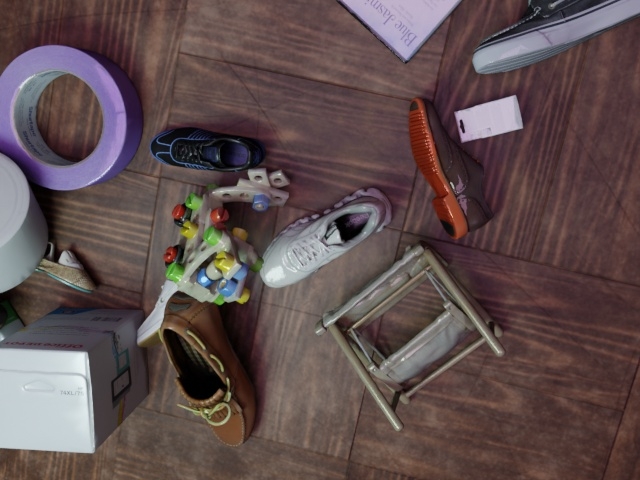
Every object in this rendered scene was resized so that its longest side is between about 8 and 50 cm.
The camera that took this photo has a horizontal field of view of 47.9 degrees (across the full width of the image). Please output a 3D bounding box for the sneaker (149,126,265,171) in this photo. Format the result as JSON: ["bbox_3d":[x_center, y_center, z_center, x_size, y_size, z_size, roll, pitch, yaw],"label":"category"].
[{"bbox_3d":[-0.225,-0.175,1.387,0.232,0.090,0.081,3,101,7],"label":"sneaker"}]

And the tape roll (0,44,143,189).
[{"bbox_3d":[-0.494,-0.239,1.414,0.274,0.090,0.275,2,101,8],"label":"tape roll"}]

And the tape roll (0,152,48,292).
[{"bbox_3d":[-0.663,-0.035,1.378,0.246,0.169,0.246,3,65,-7],"label":"tape roll"}]

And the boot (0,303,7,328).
[{"bbox_3d":[-0.779,0.139,1.390,0.305,0.112,0.115,27,117,-24],"label":"boot"}]

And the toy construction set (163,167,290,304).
[{"bbox_3d":[-0.176,-0.019,1.313,0.215,0.328,0.151,-30,117,35],"label":"toy construction set"}]

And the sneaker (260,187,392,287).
[{"bbox_3d":[0.000,0.000,1.376,0.292,0.118,0.110,-34,96,14],"label":"sneaker"}]

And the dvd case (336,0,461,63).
[{"bbox_3d":[0.174,-0.477,1.309,0.180,0.022,0.253,42,103,-1],"label":"dvd case"}]

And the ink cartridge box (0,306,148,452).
[{"bbox_3d":[-0.482,0.262,1.413,0.198,0.270,0.197,1,101,8],"label":"ink cartridge box"}]

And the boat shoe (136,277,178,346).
[{"bbox_3d":[-0.275,0.110,1.453,0.277,0.098,0.096,-39,71,14],"label":"boat shoe"}]

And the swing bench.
[{"bbox_3d":[0.170,0.167,1.363,0.253,0.165,0.255,-39,88,13],"label":"swing bench"}]

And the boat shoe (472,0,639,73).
[{"bbox_3d":[0.412,-0.394,1.256,0.335,0.121,0.119,-22,89,0],"label":"boat shoe"}]

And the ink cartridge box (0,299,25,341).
[{"bbox_3d":[-0.686,0.258,1.535,0.153,0.087,0.208,-31,95,12],"label":"ink cartridge box"}]

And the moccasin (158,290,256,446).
[{"bbox_3d":[-0.217,0.272,1.394,0.139,0.147,0.380,7,130,18],"label":"moccasin"}]

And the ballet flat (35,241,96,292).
[{"bbox_3d":[-0.552,0.042,1.488,0.206,0.073,0.067,21,88,0],"label":"ballet flat"}]

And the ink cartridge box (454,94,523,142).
[{"bbox_3d":[0.310,-0.224,1.334,0.115,0.029,0.063,-13,99,11],"label":"ink cartridge box"}]

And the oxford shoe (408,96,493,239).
[{"bbox_3d":[0.240,-0.144,1.339,0.098,0.097,0.271,-23,101,-8],"label":"oxford shoe"}]
